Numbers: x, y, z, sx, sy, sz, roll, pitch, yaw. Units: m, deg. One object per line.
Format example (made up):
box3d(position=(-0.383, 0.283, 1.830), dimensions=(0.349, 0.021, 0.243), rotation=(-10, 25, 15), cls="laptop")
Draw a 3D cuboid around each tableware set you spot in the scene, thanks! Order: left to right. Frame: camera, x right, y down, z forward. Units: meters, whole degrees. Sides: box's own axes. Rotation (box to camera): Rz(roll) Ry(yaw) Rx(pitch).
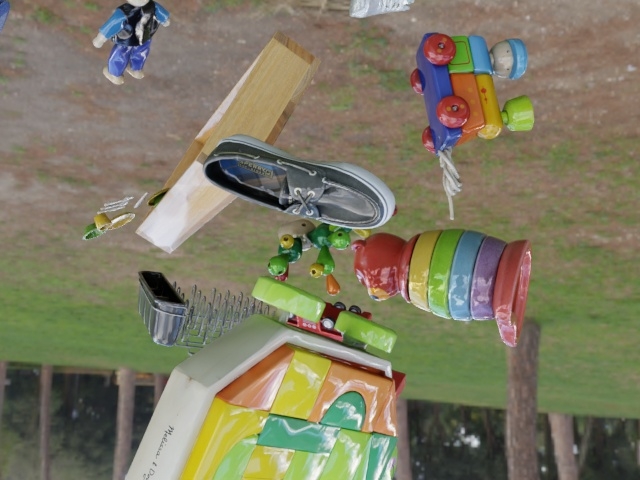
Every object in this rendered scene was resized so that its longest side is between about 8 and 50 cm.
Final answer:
box3d(position=(-0.268, -0.037, 1.129), dimensions=(0.154, 0.024, 0.104), rotation=(-21, 168, -47), cls="tableware set")

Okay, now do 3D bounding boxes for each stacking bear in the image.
box3d(position=(0.192, 0.056, 1.291), dimensions=(0.289, 0.164, 0.175), rotation=(9, 159, 22), cls="stacking bear")

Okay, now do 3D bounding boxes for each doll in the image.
box3d(position=(-0.289, -0.315, 1.173), dimensions=(0.129, 0.046, 0.189), rotation=(-26, 163, -34), cls="doll")

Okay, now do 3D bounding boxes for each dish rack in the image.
box3d(position=(-0.133, 0.118, 1.147), dimensions=(0.272, 0.074, 0.208), rotation=(11, -173, -22), cls="dish rack")

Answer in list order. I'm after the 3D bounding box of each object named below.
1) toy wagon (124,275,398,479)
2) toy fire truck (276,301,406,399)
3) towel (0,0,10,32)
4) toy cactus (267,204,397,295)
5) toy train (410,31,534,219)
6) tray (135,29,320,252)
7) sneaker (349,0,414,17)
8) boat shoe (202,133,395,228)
box3d(position=(-0.014, 0.187, 0.655), dimensions=(0.068, 0.267, 0.344), rotation=(21, 175, 39), cls="toy wagon")
box3d(position=(0.028, 0.158, 1.136), dimensions=(0.192, 0.135, 0.047), rotation=(12, -146, 24), cls="toy fire truck")
box3d(position=(-0.534, -0.203, 1.089), dimensions=(0.034, 0.209, 0.285), rotation=(36, 137, -12), cls="towel")
box3d(position=(0.000, 0.000, 1.188), dimensions=(0.219, 0.112, 0.180), rotation=(-39, -157, -23), cls="toy cactus")
box3d(position=(0.210, -0.151, 1.000), dimensions=(0.143, 0.248, 0.105), rotation=(-7, 165, -7), cls="toy train")
box3d(position=(-0.146, -0.116, 1.096), dimensions=(0.076, 0.202, 0.411), rotation=(33, 159, -13), cls="tray")
box3d(position=(0.073, -0.282, 0.874), dimensions=(0.061, 0.053, 0.152), rotation=(19, -149, 9), cls="sneaker")
box3d(position=(-0.018, -0.036, 0.555), dimensions=(0.142, 0.049, 0.040), rotation=(19, -145, 15), cls="boat shoe")
